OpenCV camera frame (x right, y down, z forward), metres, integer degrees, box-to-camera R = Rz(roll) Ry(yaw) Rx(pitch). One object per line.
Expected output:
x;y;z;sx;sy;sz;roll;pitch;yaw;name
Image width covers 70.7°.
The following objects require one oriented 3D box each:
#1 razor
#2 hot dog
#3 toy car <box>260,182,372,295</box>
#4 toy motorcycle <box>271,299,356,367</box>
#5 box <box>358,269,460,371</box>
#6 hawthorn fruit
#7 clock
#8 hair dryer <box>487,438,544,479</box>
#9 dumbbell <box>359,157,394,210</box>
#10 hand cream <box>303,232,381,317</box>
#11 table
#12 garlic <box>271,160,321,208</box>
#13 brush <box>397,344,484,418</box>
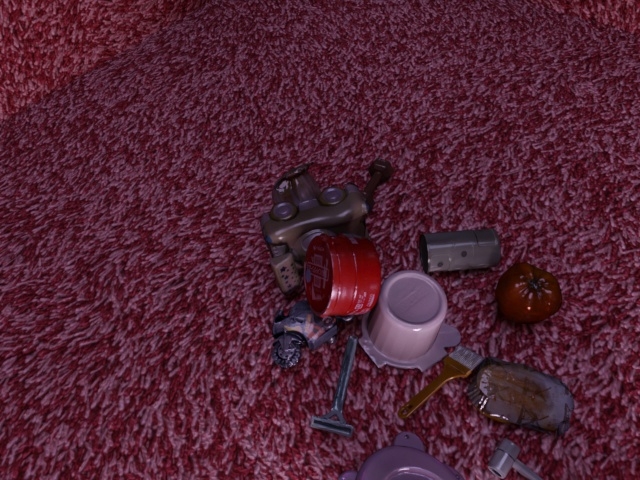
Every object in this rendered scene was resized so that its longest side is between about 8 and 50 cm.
0.062;0.391;1.244;0.111;0.056;0.277;10;49;11;razor
0.520;0.403;1.173;0.271;0.082;0.162;15;63;8;hot dog
0.000;0.000;1.403;0.336;0.242;0.226;-16;49;-4;toy car
-0.034;0.235;1.327;0.307;0.108;0.173;-35;54;-21;toy motorcycle
0.261;0.214;1.241;0.291;0.206;0.262;12;58;8;box
0.587;0.154;1.287;0.189;0.189;0.189;-2;54;3;hawthorn fruit
0.210;0.619;1.005;0.296;0.113;0.322;-25;46;-21;clock
0.483;0.558;1.089;0.137;0.047;0.082;36;65;18;hair dryer
0.185;-0.199;1.628;0.092;0.082;0.230;22;59;18;dumbbell
0.056;0.095;1.230;0.150;0.230;0.230;4;52;-21;hand cream
0.433;0.031;1.416;0.220;0.126;0.126;-5;54;0;table
-0.039;-0.185;1.574;0.257;0.207;0.207;6;55;0;garlic
0.314;0.385;1.215;0.272;0.013;0.103;-37;19;-12;brush
